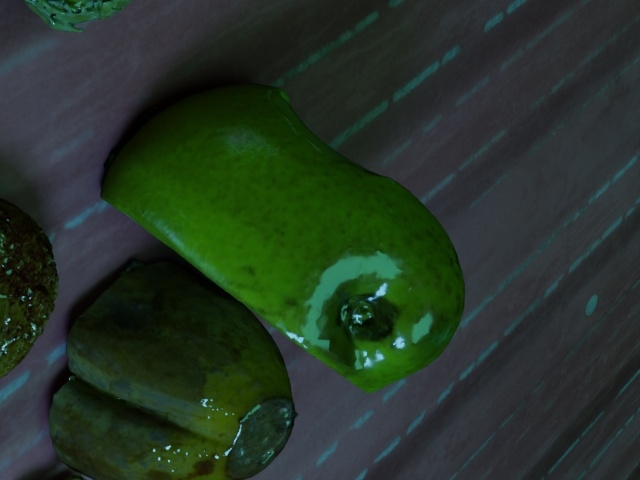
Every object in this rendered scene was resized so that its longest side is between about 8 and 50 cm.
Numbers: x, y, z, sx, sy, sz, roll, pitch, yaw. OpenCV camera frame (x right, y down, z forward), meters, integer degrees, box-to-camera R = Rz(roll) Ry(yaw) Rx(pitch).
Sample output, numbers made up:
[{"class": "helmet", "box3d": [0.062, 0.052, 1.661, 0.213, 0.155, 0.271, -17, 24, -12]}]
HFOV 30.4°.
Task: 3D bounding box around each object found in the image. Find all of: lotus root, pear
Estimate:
[{"class": "lotus root", "box3d": [-0.122, 0.145, 1.048, 0.199, 0.180, 0.188, -42, 142, -28]}, {"class": "pear", "box3d": [0.000, 0.000, 1.024, 0.176, 0.282, 0.286, -53, 144, -1]}]

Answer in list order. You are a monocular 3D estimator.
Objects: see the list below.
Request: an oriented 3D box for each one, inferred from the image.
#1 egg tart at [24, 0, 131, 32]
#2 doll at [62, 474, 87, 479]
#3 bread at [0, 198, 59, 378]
[{"class": "egg tart", "box3d": [-0.174, -0.251, 0.828, 0.197, 0.078, 0.197, -31, 133, -40]}, {"class": "doll", "box3d": [-0.265, 0.285, 1.037, 0.179, 0.102, 0.089, -44, 96, -20]}, {"class": "bread", "box3d": [-0.281, 0.047, 0.889, 0.193, 0.064, 0.193, -29, 134, -35]}]
